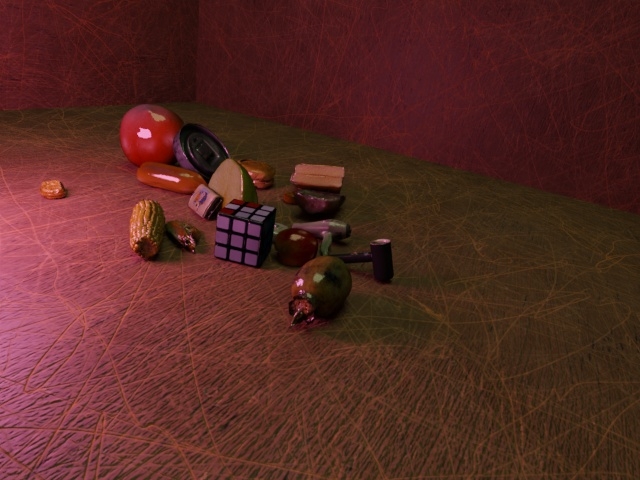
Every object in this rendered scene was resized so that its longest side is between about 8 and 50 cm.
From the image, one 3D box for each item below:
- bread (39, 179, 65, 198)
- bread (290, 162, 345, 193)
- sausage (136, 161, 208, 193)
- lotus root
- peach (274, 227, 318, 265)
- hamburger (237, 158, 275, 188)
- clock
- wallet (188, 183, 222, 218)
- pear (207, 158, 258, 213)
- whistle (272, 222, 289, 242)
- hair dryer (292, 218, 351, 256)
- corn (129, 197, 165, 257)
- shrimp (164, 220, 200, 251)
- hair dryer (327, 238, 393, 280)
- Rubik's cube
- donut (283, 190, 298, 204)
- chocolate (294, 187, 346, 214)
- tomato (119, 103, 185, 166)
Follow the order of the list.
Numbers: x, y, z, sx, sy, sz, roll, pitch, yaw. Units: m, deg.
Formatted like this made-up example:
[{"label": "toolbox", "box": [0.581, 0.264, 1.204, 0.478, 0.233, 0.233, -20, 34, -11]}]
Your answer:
[{"label": "bread", "box": [-1.008, -0.191, 1.638, 0.083, 0.044, 0.110, -7, 31, -32]}, {"label": "bread", "box": [-0.013, -0.291, 2.096, 0.245, 0.111, 0.239, 7, -3, 0]}, {"label": "sausage", "box": [-0.629, -0.265, 1.885, 0.327, 0.112, 0.112, 13, 24, 8]}, {"label": "lotus root", "box": [-0.007, 0.134, 1.195, 0.153, 0.154, 0.278, 20, 30, 21]}, {"label": "peach", "box": [-0.079, 0.022, 1.466, 0.118, 0.151, 0.151, -29, -3, 38]}, {"label": "hamburger", "box": [-0.330, -0.327, 2.152, 0.213, 0.108, 0.214, 13, 24, -6]}, {"label": "clock", "box": [-0.542, -0.394, 2.024, 0.061, 0.313, 0.312, -29, 5, 29]}, {"label": "wallet", "box": [-0.456, -0.154, 1.700, 0.039, 0.110, 0.155, 36, -2, -43]}, {"label": "pear", "box": [-0.321, -0.197, 1.687, 0.139, 0.240, 0.288, -9, 31, -37]}, {"label": "whistle", "box": [-0.124, -0.017, 1.585, 0.198, 0.057, 0.104, 21, 26, 25]}, {"label": "hair dryer", "box": [-0.021, -0.014, 1.630, 0.218, 0.089, 0.225, 14, 38, 26]}, {"label": "corn", "box": [-0.565, -0.049, 1.420, 0.115, 0.115, 0.318, 1, 25, -19]}, {"label": "shrimp", "box": [-0.455, -0.023, 1.480, 0.115, 0.051, 0.217, -4, 25, -33]}, {"label": "hair dryer", "box": [0.118, 0.074, 1.467, 0.255, 0.129, 0.070, -6, 12, 19]}, {"label": "Rubik's cube", "box": [-0.243, -0.027, 1.430, 0.163, 0.161, 0.162, 13, 23, 6]}, {"label": "donut", "box": [-0.120, -0.197, 2.012, 0.108, 0.043, 0.097, -8, 29, -38]}, {"label": "chocolate", "box": [0.002, -0.169, 1.920, 0.184, 0.101, 0.303, 8, 14, 13]}, {"label": "tomato", "box": [-0.792, -0.496, 2.073, 0.320, 0.322, 0.322, 8, 24, -4]}]
